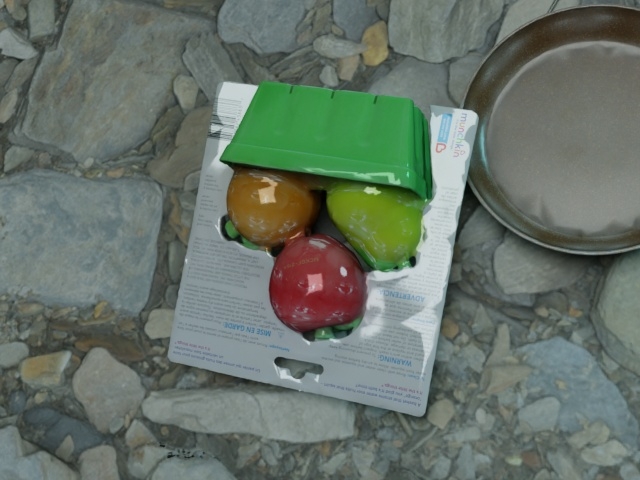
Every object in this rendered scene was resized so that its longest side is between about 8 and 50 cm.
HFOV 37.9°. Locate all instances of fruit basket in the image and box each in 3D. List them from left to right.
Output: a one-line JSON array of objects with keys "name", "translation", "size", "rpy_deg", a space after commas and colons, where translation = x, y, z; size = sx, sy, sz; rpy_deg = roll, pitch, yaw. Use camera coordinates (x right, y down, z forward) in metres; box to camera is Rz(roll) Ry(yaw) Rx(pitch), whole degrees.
[{"name": "fruit basket", "translation": [0.000, 0.000, 1.102], "size": [0.327, 0.165, 0.353], "rpy_deg": [9, 92, 18]}]

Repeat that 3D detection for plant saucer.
[{"name": "plant saucer", "translation": [0.316, -0.127, 1.087], "size": [0.310, 0.050, 0.311], "rpy_deg": [-4, 73, 13]}]

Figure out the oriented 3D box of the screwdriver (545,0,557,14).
[{"name": "screwdriver", "translation": [0.312, -0.328, 1.169], "size": [0.024, 0.025, 0.170], "rpy_deg": [29, 92, 20]}]
